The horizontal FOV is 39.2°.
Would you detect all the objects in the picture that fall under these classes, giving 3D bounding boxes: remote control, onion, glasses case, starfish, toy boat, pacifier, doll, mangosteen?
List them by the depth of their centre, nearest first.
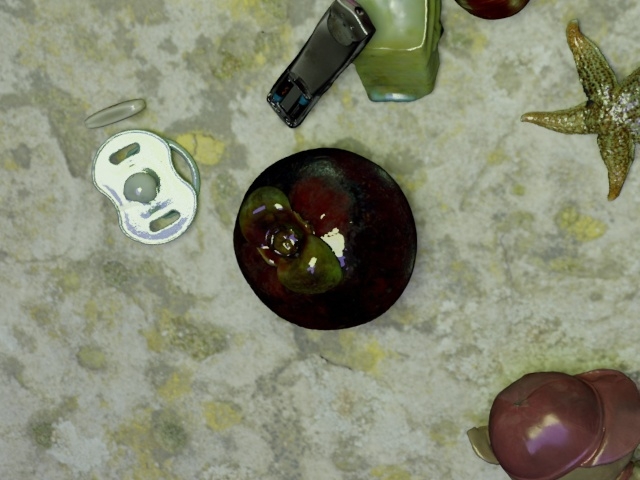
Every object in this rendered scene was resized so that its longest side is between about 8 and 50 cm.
[{"bbox_3d":[0.181,-0.286,0.934,0.118,0.117,0.119,15,134,16],"label":"onion"},{"bbox_3d":[0.075,-0.284,0.976,0.111,0.084,0.276,3,108,17],"label":"toy boat"},{"bbox_3d":[0.309,-0.142,0.988,0.176,0.053,0.208,-8,99,27],"label":"starfish"},{"bbox_3d":[-0.004,-0.193,0.997,0.059,0.028,0.212,52,147,4],"label":"remote control"},{"bbox_3d":[0.006,0.004,1.019,0.216,0.216,0.216,4,108,13],"label":"mangosteen"},{"bbox_3d":[0.308,0.258,1.053,0.196,0.152,0.256,-36,104,6],"label":"doll"},{"bbox_3d":[-0.210,-0.067,1.104,0.126,0.116,0.150,-24,97,-6],"label":"pacifier"},{"bbox_3d":[-0.258,-0.159,1.127,0.083,0.032,0.021,-16,107,18],"label":"glasses case"}]
